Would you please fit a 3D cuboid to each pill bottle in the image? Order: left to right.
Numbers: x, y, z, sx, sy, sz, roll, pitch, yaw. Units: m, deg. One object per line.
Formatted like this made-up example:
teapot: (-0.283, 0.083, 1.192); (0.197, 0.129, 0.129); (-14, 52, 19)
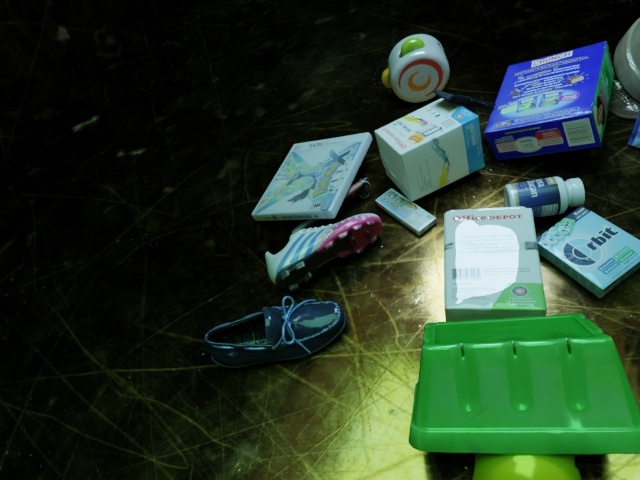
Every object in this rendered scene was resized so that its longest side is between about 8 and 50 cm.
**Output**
pill bottle: (0.552, -0.107, 1.152); (0.170, 0.094, 0.094); (-9, 50, 12)

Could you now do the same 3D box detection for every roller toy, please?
roller toy: (0.323, -0.574, 1.553); (0.191, 0.209, 0.146); (13, 49, -16)

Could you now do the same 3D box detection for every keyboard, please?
keyboard: (0.405, -0.384, 1.278); (0.180, 0.023, 0.108); (-3, 29, -33)

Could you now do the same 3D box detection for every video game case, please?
video game case: (-0.026, -0.194, 1.419); (0.300, 0.036, 0.329); (0, 51, 37)

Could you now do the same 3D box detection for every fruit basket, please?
fruit basket: (0.343, 0.333, 0.807); (0.392, 0.283, 0.391); (1, 95, 14)

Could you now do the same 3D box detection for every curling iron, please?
curling iron: (0.035, -0.092, 1.349); (0.274, 0.068, 0.035); (-34, 51, -3)

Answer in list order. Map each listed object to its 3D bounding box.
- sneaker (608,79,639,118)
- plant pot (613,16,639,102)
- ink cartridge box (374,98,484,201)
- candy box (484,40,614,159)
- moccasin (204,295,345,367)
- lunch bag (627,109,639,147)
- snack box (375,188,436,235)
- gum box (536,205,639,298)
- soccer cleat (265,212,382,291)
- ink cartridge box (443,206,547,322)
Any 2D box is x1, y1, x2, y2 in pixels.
sneaker: (0.841, -0.412, 1.316); (0.066, 0.071, 0.188); (-28, 48, -4)
plant pot: (0.971, -0.523, 1.158); (0.323, 0.280, 0.323); (-2, 74, 6)
ink cartridge box: (0.302, -0.257, 1.299); (0.233, 0.168, 0.171); (-26, 40, -3)
candy box: (0.638, -0.384, 1.290); (0.268, 0.122, 0.317); (-1, 50, 42)
moccasin: (-0.109, 0.221, 1.097); (0.342, 0.116, 0.137); (-21, 48, 2)
lunch bag: (0.897, -0.338, 1.087); (0.221, 0.293, 0.138); (31, 67, 35)
snack box: (0.234, -0.082, 1.290); (0.064, 0.022, 0.178); (-37, 50, -13)
gum box: (0.616, 0.021, 1.060); (0.157, 0.041, 0.184); (-34, 50, -9)
soccer cleat: (0.000, 0.000, 1.241); (0.331, 0.116, 0.143); (-30, 48, -6)
ink cartridge box: (0.384, 0.064, 1.056); (0.199, 0.114, 0.272); (-2, 52, 17)
